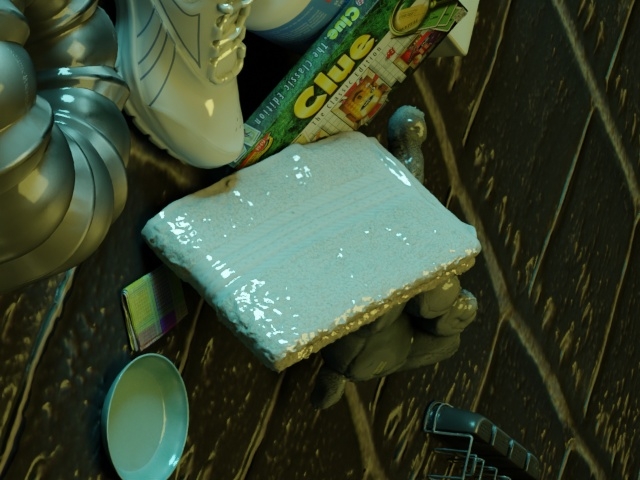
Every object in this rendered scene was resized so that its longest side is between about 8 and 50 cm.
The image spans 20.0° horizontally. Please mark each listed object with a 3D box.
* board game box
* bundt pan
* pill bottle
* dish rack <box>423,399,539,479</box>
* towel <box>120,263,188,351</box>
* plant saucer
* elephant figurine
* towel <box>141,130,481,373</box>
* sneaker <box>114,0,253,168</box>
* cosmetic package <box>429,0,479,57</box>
[{"bbox_3d":[0.024,-0.151,1.719,0.260,0.030,0.136,-49,148,5],"label":"board game box"},{"bbox_3d":[-0.226,-0.118,1.265,0.331,0.124,0.331,-11,90,-76],"label":"bundt pan"},{"bbox_3d":[-0.031,-0.245,1.688,0.221,0.124,0.124,16,77,-58],"label":"pill bottle"},{"bbox_3d":[0.170,0.340,2.084,0.208,0.074,0.271,39,60,-51],"label":"dish rack"},{"bbox_3d":[-0.148,0.056,1.610,0.083,0.009,0.060,-38,122,-53],"label":"towel"},{"bbox_3d":[-0.157,0.158,1.585,0.119,0.021,0.119,-2,93,-59],"label":"plant saucer"},{"bbox_3d":[0.048,0.011,1.812,0.169,0.186,0.239,99,-26,-48],"label":"elephant figurine"},{"bbox_3d":[0.000,0.000,1.645,0.282,0.187,0.049,-27,152,-39],"label":"towel"},{"bbox_3d":[-0.113,-0.195,1.551,0.111,0.129,0.297,-49,132,-48],"label":"sneaker"},{"bbox_3d":[0.107,-0.363,1.926,0.160,0.113,0.309,40,58,-51],"label":"cosmetic package"}]
